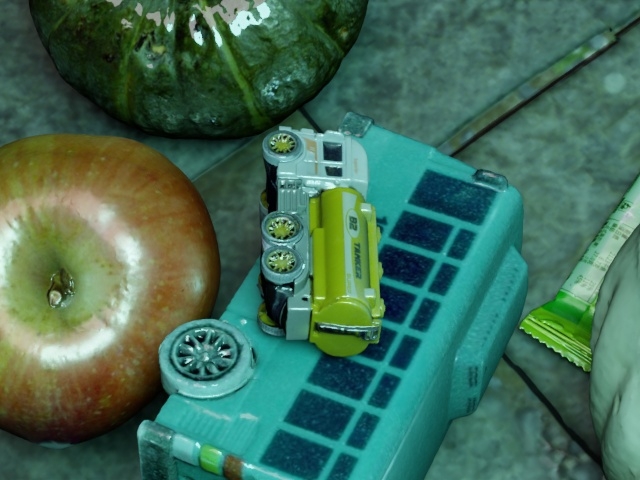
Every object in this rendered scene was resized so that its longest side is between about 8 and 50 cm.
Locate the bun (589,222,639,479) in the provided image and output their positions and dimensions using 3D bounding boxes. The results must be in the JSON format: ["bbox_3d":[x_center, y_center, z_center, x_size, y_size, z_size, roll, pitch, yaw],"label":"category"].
[{"bbox_3d":[0.237,0.109,0.856,0.263,0.175,0.263,21,39,-18],"label":"bun"}]

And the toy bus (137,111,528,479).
[{"bbox_3d":[0.015,0.062,0.884,0.147,0.128,0.256,20,51,16],"label":"toy bus"}]

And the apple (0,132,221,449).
[{"bbox_3d":[-0.144,0.024,0.935,0.199,0.199,0.199,-3,67,6],"label":"apple"}]

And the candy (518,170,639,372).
[{"bbox_3d":[0.208,0.008,0.971,0.102,0.032,0.178,30,75,21],"label":"candy"}]

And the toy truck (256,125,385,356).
[{"bbox_3d":[0.000,0.000,0.821,0.063,0.052,0.123,2,50,-3],"label":"toy truck"}]

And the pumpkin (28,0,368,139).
[{"bbox_3d":[-0.077,-0.170,1.015,0.224,0.157,0.223,-2,78,9],"label":"pumpkin"}]
